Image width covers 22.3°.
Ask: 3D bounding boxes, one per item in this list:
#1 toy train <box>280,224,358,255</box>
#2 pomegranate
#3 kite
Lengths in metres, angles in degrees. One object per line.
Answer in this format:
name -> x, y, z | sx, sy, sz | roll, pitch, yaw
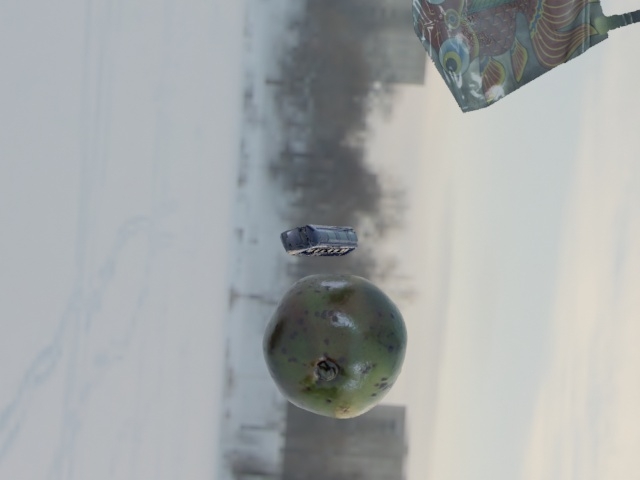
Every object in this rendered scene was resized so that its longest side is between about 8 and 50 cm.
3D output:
toy train -> 0.000, 0.000, 1.002 | 0.083, 0.017, 0.017 | 1, 67, -65
pomegranate -> 0.014, 0.074, 1.262 | 0.142, 0.114, 0.114 | -72, 167, -72
kite -> 0.168, -0.159, 1.036 | 0.016, 0.229, 0.127 | -48, 126, -62
